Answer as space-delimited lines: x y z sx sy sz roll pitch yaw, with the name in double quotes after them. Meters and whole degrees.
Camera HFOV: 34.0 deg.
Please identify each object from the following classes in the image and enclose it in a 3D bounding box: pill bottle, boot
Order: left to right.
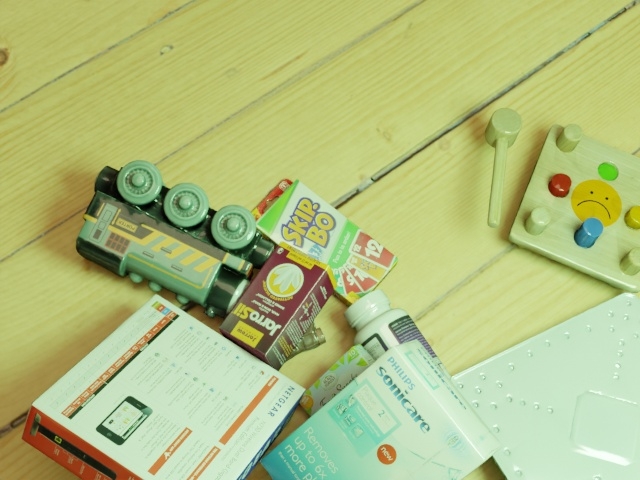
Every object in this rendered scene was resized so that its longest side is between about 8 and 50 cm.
-0.062 0.155 1.791 0.114 0.037 0.106 -24 70 -11 "boot"
0.123 0.182 1.760 0.108 0.108 0.193 -29 74 -17 "pill bottle"

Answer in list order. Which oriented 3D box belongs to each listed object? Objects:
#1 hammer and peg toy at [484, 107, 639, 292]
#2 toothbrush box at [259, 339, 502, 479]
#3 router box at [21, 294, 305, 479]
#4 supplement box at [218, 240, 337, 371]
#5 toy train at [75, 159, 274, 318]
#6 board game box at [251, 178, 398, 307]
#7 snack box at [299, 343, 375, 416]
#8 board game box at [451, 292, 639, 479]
0.443 -0.076 1.897 0.361 0.127 0.265 23 68 4 "hammer and peg toy"
0.093 0.327 1.610 0.295 0.126 0.216 -42 76 16 "toothbrush box"
-0.229 0.263 1.603 0.301 0.082 0.335 32 35 9 "router box"
-0.069 0.110 1.751 0.104 0.081 0.188 27 70 25 "supplement box"
-0.251 -0.001 1.784 0.334 0.142 0.190 25 79 2 "toy train"
0.000 0.000 1.863 0.259 0.039 0.124 37 68 12 "board game box"
0.044 0.252 1.718 0.141 0.037 0.100 -46 75 19 "snack box"
0.470 0.318 1.738 0.390 0.050 0.390 -23 60 -15 "board game box"
